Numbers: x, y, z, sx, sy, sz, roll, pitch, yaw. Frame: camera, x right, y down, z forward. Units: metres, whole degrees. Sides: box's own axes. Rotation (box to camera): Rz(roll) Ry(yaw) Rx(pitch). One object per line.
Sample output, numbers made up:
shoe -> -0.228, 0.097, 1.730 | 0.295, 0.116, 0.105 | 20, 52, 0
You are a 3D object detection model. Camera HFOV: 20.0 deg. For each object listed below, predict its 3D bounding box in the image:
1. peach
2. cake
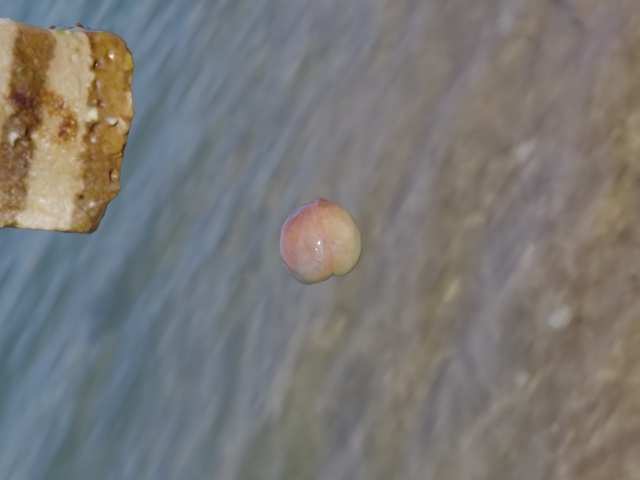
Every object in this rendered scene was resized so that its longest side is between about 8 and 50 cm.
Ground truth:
peach -> -0.001, 0.002, 1.727 | 0.083, 0.083, 0.083 | -45, 27, 30
cake -> -0.335, -0.118, 1.608 | 0.199, 0.293, 0.196 | 18, 98, 52
